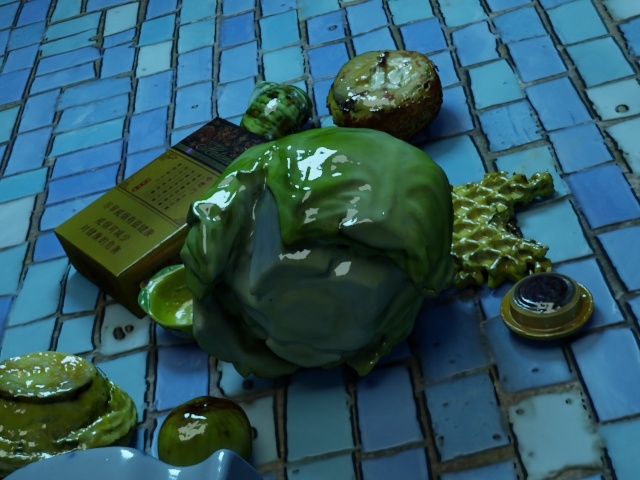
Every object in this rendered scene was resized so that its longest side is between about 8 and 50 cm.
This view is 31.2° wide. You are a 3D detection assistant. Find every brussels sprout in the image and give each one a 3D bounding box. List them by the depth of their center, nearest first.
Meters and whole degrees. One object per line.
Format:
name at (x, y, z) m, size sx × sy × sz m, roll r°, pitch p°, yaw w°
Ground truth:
brussels sprout at (0.003, -0.004, 1.800) m, size 0.425 × 0.343 × 0.361 m, roll -8°, pitch 33°, yaw 10°

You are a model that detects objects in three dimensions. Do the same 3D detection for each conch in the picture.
conch at (-0.105, -0.252, 2.372) m, size 0.187 × 0.124 × 0.181 m, roll -30°, pitch 30°, yaw 2°

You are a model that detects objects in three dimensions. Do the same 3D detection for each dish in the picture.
dish at (-0.216, 0.115, 1.962) m, size 0.207 × 0.080 × 0.149 m, roll 12°, pitch 49°, yaw 34°

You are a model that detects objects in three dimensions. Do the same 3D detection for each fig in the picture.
fig at (-0.169, 0.291, 1.665) m, size 0.136 × 0.121 × 0.153 m, roll 12°, pitch 45°, yaw 43°

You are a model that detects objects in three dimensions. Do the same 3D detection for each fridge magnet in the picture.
fridge magnet at (0.344, 0.097, 1.746) m, size 0.143 × 0.063 × 0.143 m, roll -10°, pitch 33°, yaw 7°

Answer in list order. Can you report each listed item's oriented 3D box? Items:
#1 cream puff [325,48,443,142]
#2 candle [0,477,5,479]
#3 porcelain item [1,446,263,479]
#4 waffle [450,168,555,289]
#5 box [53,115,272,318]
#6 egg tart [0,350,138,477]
cream puff at (0.127, -0.276, 2.269) m, size 0.239 × 0.164 × 0.240 m, roll -3°, pitch 48°, yaw 3°
candle at (-0.460, 0.358, 1.767) m, size 0.130 × 0.052 × 0.052 m, roll -38°, pitch 40°, yaw -27°
porcelain item at (-0.279, 0.379, 1.494) m, size 0.405 × 0.242 × 0.179 m, roll -10°, pitch 61°, yaw 15°
waffle at (0.268, -0.027, 1.946) m, size 0.259 × 0.069 × 0.293 m, roll -7°, pitch 35°, yaw 14°
box at (-0.261, -0.057, 2.170) m, size 0.415 × 0.116 × 0.264 m, roll -38°, pitch 39°, yaw -22°
egg tart at (-0.425, 0.252, 1.769) m, size 0.293 × 0.123 × 0.294 m, roll 5°, pitch 22°, yaw -2°
